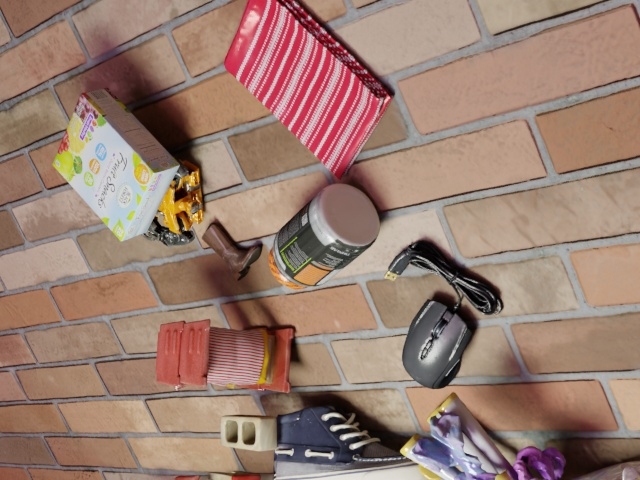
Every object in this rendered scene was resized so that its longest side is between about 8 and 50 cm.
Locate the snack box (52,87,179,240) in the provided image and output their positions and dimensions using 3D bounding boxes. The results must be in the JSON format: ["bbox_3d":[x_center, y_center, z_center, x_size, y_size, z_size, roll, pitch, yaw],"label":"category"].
[{"bbox_3d":[-0.360,-0.133,1.899,0.207,0.070,0.174,45,129,16],"label":"snack box"}]

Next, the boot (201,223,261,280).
[{"bbox_3d":[-0.163,0.004,1.953,0.114,0.037,0.106,52,137,12],"label":"boot"}]

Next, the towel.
[{"bbox_3d":[-0.028,-0.244,1.659,0.275,0.031,0.199,45,139,11],"label":"towel"}]

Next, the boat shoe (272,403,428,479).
[{"bbox_3d":[0.050,0.361,1.910,0.340,0.127,0.158,-13,72,34],"label":"boat shoe"}]

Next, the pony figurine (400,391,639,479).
[{"bbox_3d":[0.296,0.392,1.625,0.363,0.303,0.351,42,170,10],"label":"pony figurine"}]

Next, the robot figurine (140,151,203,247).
[{"bbox_3d":[-0.320,-0.108,1.988,0.291,0.085,0.211,23,130,33],"label":"robot figurine"}]

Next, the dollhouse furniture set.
[{"bbox_3d":[-0.173,0.332,1.933,0.152,0.201,0.374,-6,80,48],"label":"dollhouse furniture set"}]

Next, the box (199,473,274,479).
[{"bbox_3d":[-0.242,0.561,2.243,0.322,0.232,0.058,-17,99,48],"label":"box"}]

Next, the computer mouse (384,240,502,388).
[{"bbox_3d":[0.156,0.126,1.703,0.184,0.060,0.262,41,137,15],"label":"computer mouse"}]

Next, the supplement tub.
[{"bbox_3d":[0.000,0.000,1.727,0.117,0.117,0.190,53,139,3],"label":"supplement tub"}]
